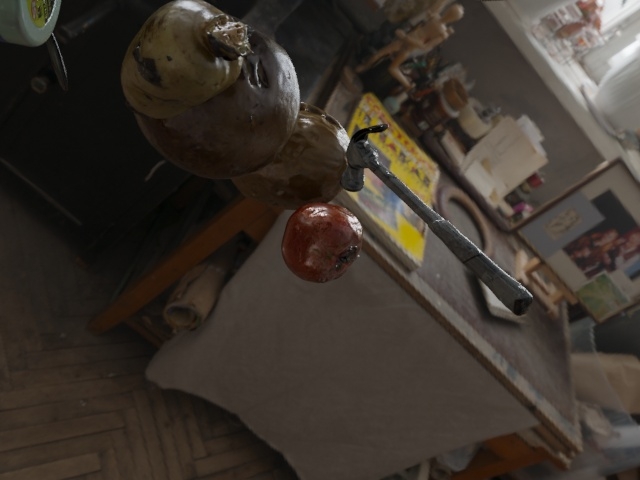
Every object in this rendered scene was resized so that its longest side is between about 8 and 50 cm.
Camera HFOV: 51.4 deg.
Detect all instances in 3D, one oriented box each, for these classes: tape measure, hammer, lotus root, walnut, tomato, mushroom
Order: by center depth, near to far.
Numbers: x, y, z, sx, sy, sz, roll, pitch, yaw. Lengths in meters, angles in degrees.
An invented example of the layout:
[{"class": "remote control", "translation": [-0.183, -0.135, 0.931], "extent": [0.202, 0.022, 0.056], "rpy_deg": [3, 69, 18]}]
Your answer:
[{"class": "lotus root", "translation": [-0.204, -0.259, 0.958], "extent": [0.154, 0.257, 0.140], "rpy_deg": [-35, 99, -49]}, {"class": "tape measure", "translation": [-0.479, -0.360, 1.069], "extent": [0.097, 0.351, 0.215], "rpy_deg": [8, 40, -3]}, {"class": "hammer", "translation": [0.178, -0.031, 1.080], "extent": [0.044, 0.152, 0.427], "rpy_deg": [-22, 56, -31]}, {"class": "mushroom", "translation": [-0.230, -0.302, 1.299], "extent": [0.356, 0.334, 0.331], "rpy_deg": [24, 9, 32]}, {"class": "tomato", "translation": [-0.002, 0.003, 1.746], "extent": [0.188, 0.232, 0.232], "rpy_deg": [44, 29, 25]}, {"class": "walnut", "translation": [-0.090, -0.248, 1.916], "extent": [0.397, 0.308, 0.354], "rpy_deg": [15, 20, -12]}]
